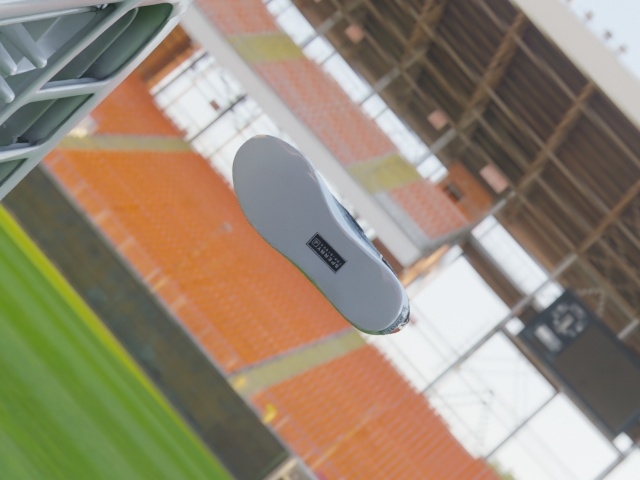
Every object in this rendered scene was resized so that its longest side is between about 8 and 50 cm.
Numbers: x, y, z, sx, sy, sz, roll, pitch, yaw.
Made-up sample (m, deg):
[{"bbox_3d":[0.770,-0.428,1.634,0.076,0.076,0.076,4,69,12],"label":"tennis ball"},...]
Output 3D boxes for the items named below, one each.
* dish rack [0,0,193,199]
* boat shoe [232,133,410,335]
[{"bbox_3d":[-0.219,-0.036,0.561,0.072,0.285,0.333,52,25,1],"label":"dish rack"},{"bbox_3d":[0.000,0.000,0.753,0.142,0.049,0.040,52,5,20],"label":"boat shoe"}]
